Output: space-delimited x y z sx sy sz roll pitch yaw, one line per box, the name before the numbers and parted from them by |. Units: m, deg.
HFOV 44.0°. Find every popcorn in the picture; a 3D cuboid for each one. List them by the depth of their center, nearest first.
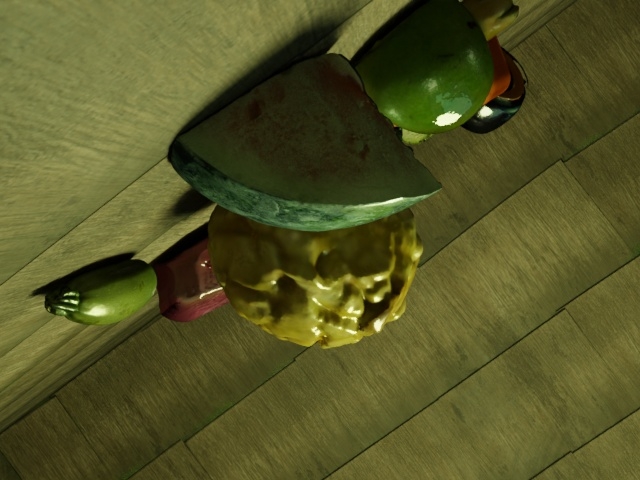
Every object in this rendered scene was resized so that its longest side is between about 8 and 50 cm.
popcorn | -0.014 0.009 1.320 0.390 0.344 0.354 -22 -173 -37

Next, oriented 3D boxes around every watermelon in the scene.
watermelon | -0.046 -0.121 0.914 0.290 0.213 0.320 6 -167 -40

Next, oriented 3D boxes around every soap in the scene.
soap | -0.251 0.082 1.725 0.220 0.127 0.325 -21 171 -27

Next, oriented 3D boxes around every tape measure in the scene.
tape measure | 0.315 -0.320 1.614 0.135 0.202 0.223 -41 -178 44

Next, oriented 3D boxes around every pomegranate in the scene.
pomegranate | 0.170 -0.243 1.111 0.241 0.159 0.190 -43 -176 -39

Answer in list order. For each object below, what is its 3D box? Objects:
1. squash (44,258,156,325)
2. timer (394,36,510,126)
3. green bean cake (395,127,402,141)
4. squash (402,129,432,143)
squash | -0.321 0.082 1.208 0.094 0.094 0.341 -37 179 8
timer | 0.188 -0.289 1.404 0.250 0.161 0.257 -20 -173 26
green bean cake | 0.092 -0.172 1.667 0.208 0.107 0.193 148 -48 -76
squash | 0.257 -0.323 1.835 0.132 0.132 0.247 -37 -178 43
